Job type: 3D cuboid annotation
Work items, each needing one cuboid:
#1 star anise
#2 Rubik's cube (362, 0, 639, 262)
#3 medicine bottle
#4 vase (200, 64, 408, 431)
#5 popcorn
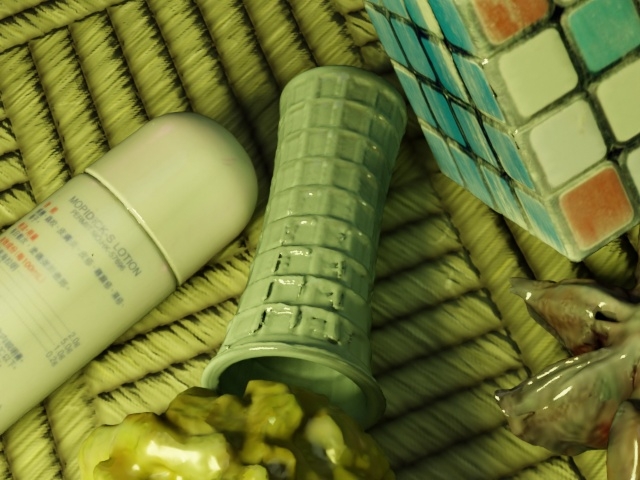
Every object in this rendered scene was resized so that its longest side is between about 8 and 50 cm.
[{"bbox_3d":[0.253,0.104,1.206,0.360,0.139,0.315,-17,43,17],"label":"star anise"},{"bbox_3d":[0.199,-0.179,1.268,0.253,0.259,0.256,-31,25,-9],"label":"Rubik's cube"},{"bbox_3d":[-0.198,0.023,1.347,0.341,0.130,0.130,-41,58,-14],"label":"medicine bottle"},{"bbox_3d":[0.000,0.000,1.318,0.143,0.143,0.298,1,55,13],"label":"vase"},{"bbox_3d":[-0.066,0.199,1.155,0.259,0.212,0.259,-1,64,2],"label":"popcorn"}]
